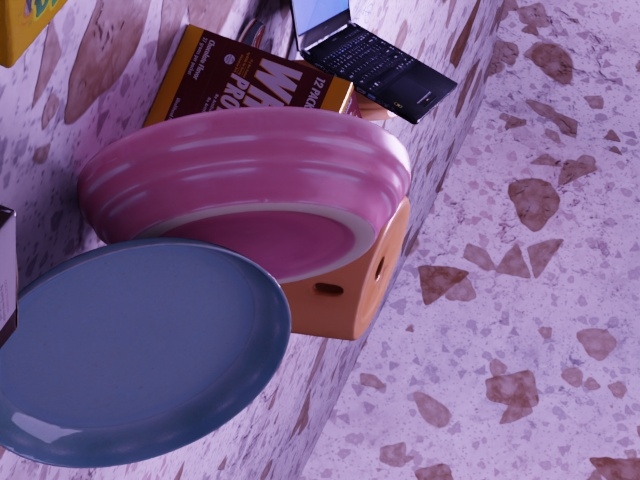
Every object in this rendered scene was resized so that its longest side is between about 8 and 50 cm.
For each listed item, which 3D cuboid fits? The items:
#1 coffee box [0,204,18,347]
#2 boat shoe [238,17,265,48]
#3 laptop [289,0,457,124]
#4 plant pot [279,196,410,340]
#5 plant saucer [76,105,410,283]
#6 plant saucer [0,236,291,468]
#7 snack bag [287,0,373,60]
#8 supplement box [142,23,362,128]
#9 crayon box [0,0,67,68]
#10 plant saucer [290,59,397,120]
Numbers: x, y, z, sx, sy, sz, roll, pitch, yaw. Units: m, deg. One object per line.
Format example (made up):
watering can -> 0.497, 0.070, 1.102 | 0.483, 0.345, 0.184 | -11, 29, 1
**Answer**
coffee box -> -0.324, 0.081, 0.884 | 0.118, 0.168, 0.297 | 101, 16, -45
boat shoe -> -0.089, -0.202, 1.839 | 0.049, 0.043, 0.137 | -18, 128, -74
laptop -> 0.066, -0.290, 1.911 | 0.136, 0.264, 0.234 | -62, 173, 24
plant pot -> -0.012, 0.003, 1.961 | 0.291, 0.204, 0.290 | 20, 90, -79
plant saucer -> -0.072, -0.028, 1.492 | 0.332, 0.332, 0.084 | 78, 5, -71
plant saucer -> -0.185, 0.105, 1.465 | 0.317, 0.318, 0.043 | 101, -26, -44
snack bag -> -0.001, -0.234, 2.232 | 0.342, 0.037, 0.323 | -47, 156, -63
supplement box -> -0.067, -0.124, 1.685 | 0.191, 0.194, 0.129 | 62, 50, -76
crayon box -> -0.203, -0.268, 1.043 | 0.318, 0.081, 0.202 | 99, 16, -51
plant saucer -> 0.016, -0.199, 1.954 | 0.200, 0.200, 0.037 | -45, 144, -65
